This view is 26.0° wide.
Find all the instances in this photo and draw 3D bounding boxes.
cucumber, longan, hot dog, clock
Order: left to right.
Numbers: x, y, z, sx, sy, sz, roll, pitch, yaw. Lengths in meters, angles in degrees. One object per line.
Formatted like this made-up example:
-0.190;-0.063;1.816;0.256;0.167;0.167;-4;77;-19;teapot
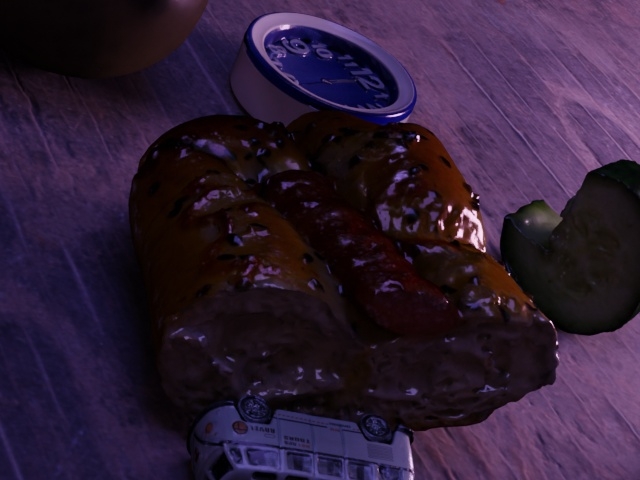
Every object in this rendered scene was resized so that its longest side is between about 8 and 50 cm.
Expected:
-0.272;-0.334;1.548;0.319;0.319;0.319;18;33;-12;longan
0.000;0.000;1.333;0.367;0.196;0.365;0;33;-18;hot dog
0.003;-0.195;1.741;0.230;0.083;0.230;19;31;-12;clock
0.320;0.010;1.584;0.191;0.191;0.130;36;34;15;cucumber

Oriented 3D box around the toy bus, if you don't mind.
-0.016;0.195;1.170;0.194;0.087;0.089;12;39;-19;toy bus
